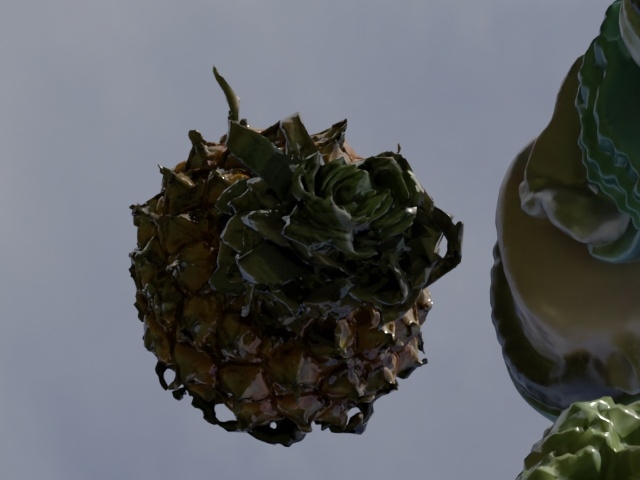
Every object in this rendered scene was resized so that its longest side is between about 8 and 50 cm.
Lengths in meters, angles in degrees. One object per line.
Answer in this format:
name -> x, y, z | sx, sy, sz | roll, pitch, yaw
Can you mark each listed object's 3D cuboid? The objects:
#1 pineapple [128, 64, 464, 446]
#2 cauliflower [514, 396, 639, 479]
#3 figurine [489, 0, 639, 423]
pineapple -> 0.000, 0.000, 1.197 | 0.272, 0.262, 0.262 | 133, -38, -72
cauliflower -> 0.130, 0.124, 0.313 | 0.256, 0.315, 0.239 | -37, -99, 46
figurine -> 0.122, -0.026, 0.594 | 0.110, 0.245, 0.138 | 20, -120, 8
